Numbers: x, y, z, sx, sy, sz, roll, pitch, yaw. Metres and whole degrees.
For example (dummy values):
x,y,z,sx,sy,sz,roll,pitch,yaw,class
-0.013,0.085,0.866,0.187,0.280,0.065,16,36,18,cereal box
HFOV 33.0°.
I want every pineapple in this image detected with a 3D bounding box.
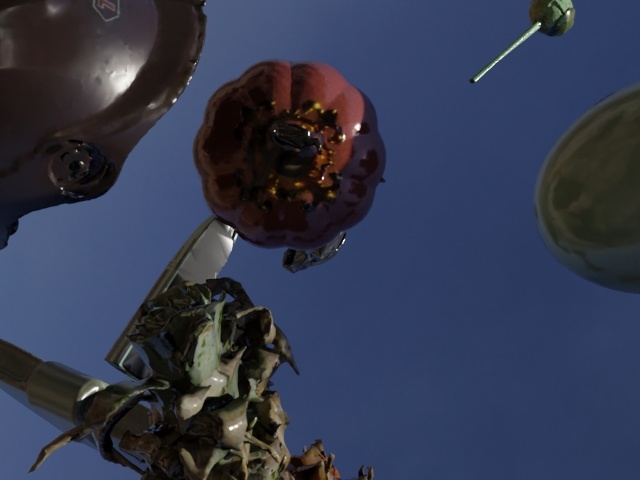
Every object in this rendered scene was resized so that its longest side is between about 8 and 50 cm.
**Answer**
x,y,z,sx,sy,sz,roll,pitch,yaw,class
-0.076,0.160,0.806,0.262,0.272,0.262,-12,-156,5,pineapple

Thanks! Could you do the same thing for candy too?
x,y,z,sx,sy,sz,roll,pitch,yaw,class
0.255,-0.254,1.376,0.202,0.061,0.061,-42,-164,-27,candy

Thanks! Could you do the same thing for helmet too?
x,y,z,sx,sy,sz,roll,pitch,yaw,class
-0.259,-0.144,0.873,0.305,0.177,0.225,-35,-136,20,helmet

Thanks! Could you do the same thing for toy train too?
x,y,z,sx,sy,sz,roll,pitch,yaw,class
-0.174,0.056,1.333,0.048,0.055,0.252,5,-122,57,toy train

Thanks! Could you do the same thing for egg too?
x,y,z,sx,sy,sz,roll,pitch,yaw,class
0.336,-0.056,1.013,0.282,0.203,0.203,-19,-154,-11,egg

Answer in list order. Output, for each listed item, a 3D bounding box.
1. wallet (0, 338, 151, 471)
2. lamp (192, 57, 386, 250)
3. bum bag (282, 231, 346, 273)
x,y,z,sx,sy,sz,roll,pitch,yaw,class
-0.268,0.236,1.379,0.360,0.252,0.083,17,-111,32,wallet
-0.028,-0.078,0.990,0.182,0.182,0.140,-59,-176,7,lamp
0.001,0.000,1.729,0.102,0.069,0.248,-34,-177,-16,bum bag
